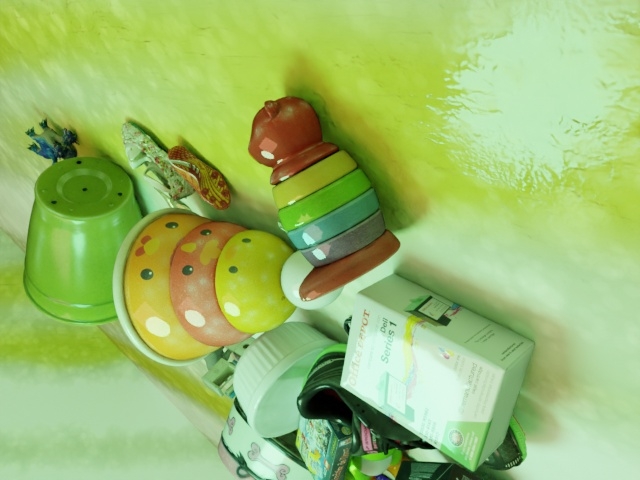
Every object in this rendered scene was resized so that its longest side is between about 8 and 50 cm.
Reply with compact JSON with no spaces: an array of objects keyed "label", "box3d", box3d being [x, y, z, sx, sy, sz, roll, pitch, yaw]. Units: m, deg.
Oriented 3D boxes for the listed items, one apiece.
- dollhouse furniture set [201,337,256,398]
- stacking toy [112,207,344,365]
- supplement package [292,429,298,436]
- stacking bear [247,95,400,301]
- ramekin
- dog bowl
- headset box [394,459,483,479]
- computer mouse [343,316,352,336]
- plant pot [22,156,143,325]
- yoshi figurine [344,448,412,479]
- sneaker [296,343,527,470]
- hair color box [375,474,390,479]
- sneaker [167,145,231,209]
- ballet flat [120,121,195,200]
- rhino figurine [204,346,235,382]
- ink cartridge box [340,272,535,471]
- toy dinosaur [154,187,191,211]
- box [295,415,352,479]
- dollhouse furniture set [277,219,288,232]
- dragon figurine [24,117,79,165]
[{"label":"dollhouse furniture set","box3d":[-0.251,0.377,1.897,0.129,0.183,0.129,21,143,40]},{"label":"stacking toy","box3d":[-0.152,0.078,1.345,0.479,0.351,0.351,-8,123,35]},{"label":"supplement package","box3d":[-0.086,0.404,1.759,0.244,0.134,0.139,33,150,23]},{"label":"stacking bear","box3d":[-0.011,-0.082,1.007,0.164,0.175,0.289,-26,97,21]},{"label":"ramekin","box3d":[-0.076,0.306,1.499,0.127,0.272,0.273,43,155,35]},{"label":"dog bowl","box3d":[-0.099,0.591,1.771,0.408,0.150,0.408,34,177,2]},{"label":"headset box","box3d":[0.324,0.590,1.408,0.293,0.110,0.218,32,154,-11]},{"label":"computer mouse","box3d":[0.112,0.261,1.416,0.071,0.041,0.242,1,122,42]},{"label":"plant pot","box3d":[-0.625,-0.022,1.769,0.366,0.366,0.353,36,138,18]},{"label":"yoshi figurine","box3d":[0.128,0.494,1.534,0.203,0.204,0.362,-2,133,22]},{"label":"sneaker","box3d":[0.158,0.350,1.254,0.482,0.202,0.185,7,127,39]},{"label":"hair color box","box3d":[0.142,0.758,1.941,0.338,0.110,0.185,18,142,39]},{"label":"sneaker","box3d":[-0.249,-0.132,1.380,0.175,0.064,0.067,47,172,9]},{"label":"ballet flat","box3d":[-0.380,-0.175,1.467,0.241,0.077,0.091,39,152,14]},{"label":"rhino figurine","box3d":[-0.318,0.359,2.048,0.073,0.106,0.243,13,138,47]},{"label":"ink cartridge box","box3d":[0.182,0.207,1.084,0.278,0.117,0.201,26,120,33]},{"label":"toy dinosaur","box3d":[-0.354,-0.070,1.616,0.092,0.053,0.183,-18,121,43]},{"label":"box","box3d":[0.007,0.446,1.466,0.159,0.044,0.233,53,146,41]},{"label":"dollhouse furniture set","box3d":[0.000,0.000,1.177,0.151,0.076,0.059,35,150,18]},{"label":"dragon figurine","box3d":[-0.763,-0.252,1.881,0.144,0.085,0.289,46,151,2]}]
